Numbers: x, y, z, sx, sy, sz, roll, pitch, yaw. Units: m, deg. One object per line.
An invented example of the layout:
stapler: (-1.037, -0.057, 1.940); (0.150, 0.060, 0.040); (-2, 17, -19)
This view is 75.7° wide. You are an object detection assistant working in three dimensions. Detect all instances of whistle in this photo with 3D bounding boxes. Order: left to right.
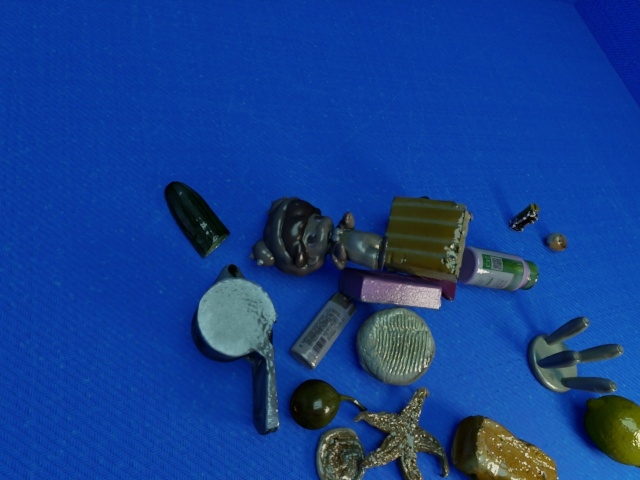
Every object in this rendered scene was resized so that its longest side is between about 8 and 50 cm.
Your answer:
whistle: (-0.181, 0.263, 1.029); (0.188, 0.168, 0.405); (-32, 84, -30)

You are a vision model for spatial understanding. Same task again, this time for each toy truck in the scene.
toy truck: (0.800, -0.090, 1.613); (0.052, 0.123, 0.063); (23, 53, -9)

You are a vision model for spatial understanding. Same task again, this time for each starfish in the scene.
starfish: (0.215, 0.545, 1.104); (0.302, 0.060, 0.300); (13, 67, -22)

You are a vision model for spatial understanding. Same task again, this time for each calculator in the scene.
calculator: (0.375, 0.112, 1.376); (0.190, 0.034, 0.127); (36, 38, 0)

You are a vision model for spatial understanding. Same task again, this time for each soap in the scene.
soap: (0.205, 0.141, 1.227); (0.259, 0.181, 0.081); (8, 93, -16)

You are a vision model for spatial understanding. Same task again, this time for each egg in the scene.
egg: (0.951, 0.007, 1.654); (0.083, 0.071, 0.071); (43, 56, -19)

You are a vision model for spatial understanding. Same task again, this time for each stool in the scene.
stool: (0.822, 0.383, 1.342); (0.195, 0.199, 0.195); (38, 59, 2)

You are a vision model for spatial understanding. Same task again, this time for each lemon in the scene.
lemon: (0.949, 0.600, 1.294); (0.184, 0.184, 0.248); (-32, 79, -31)

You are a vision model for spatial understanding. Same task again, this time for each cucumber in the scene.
cucumber: (-0.366, -0.079, 1.189); (0.115, 0.063, 0.244); (-38, 81, -32)

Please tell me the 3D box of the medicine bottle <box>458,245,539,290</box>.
medicine bottle: (0.617, 0.103, 1.438); (0.273, 0.133, 0.134); (9, 62, -16)

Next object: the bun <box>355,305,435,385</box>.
bun: (0.208, 0.304, 1.177); (0.220, 0.134, 0.221); (0, 75, 1)

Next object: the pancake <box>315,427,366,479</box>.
pancake: (0.051, 0.557, 1.054); (0.151, 0.025, 0.152); (8, 64, -17)

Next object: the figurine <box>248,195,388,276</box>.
figurine: (0.001, 0.000, 1.176); (0.380, 0.203, 0.249); (10, 61, 11)

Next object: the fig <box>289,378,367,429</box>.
fig: (0.033, 0.425, 1.073); (0.236, 0.124, 0.124); (12, 60, -32)

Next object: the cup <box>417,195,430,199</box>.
cup: (0.348, -0.054, 1.426); (0.176, 0.131, 0.155); (-22, 69, -9)

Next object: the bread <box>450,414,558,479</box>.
bread: (0.507, 0.621, 1.137); (0.294, 0.132, 0.167); (31, 57, -3)

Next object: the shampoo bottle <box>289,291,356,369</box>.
shampoo bottle: (0.011, 0.252, 1.171); (0.086, 0.056, 0.227); (39, 58, 3)

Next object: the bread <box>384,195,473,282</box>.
bread: (0.332, -0.005, 1.288); (0.245, 0.111, 0.240); (7, 72, 25)
